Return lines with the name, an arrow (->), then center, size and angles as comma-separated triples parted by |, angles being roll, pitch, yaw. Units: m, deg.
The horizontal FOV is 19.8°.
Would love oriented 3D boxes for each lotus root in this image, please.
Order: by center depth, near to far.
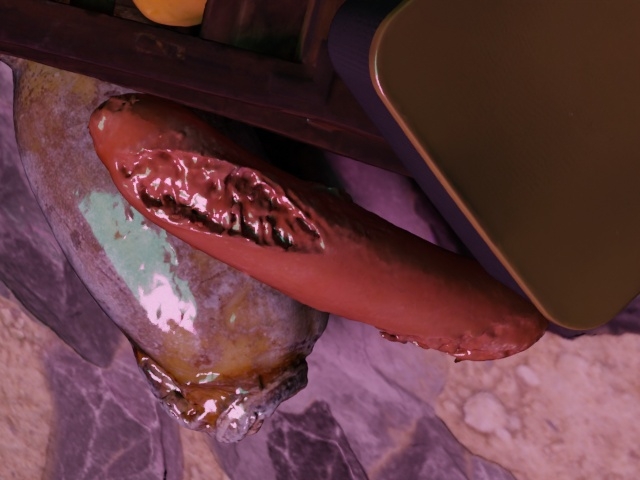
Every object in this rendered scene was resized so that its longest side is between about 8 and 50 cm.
lotus root -> -0.108, -0.037, 1.248 | 0.175, 0.175, 0.349 | -28, 94, 45

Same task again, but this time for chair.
chair -> 0.001, -0.174, 1.019 | 0.203, 0.416, 0.241 | 11, 87, 67

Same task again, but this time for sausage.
sausage -> 0.001, 0.002, 1.147 | 0.326, 0.087, 0.079 | 26, 121, -21

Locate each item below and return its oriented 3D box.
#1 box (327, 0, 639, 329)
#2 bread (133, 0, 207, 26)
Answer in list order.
box -> 0.108, -0.071, 0.924 | 0.201, 0.144, 0.090 | 50, 174, -23
bread -> -0.112, -0.276, 1.143 | 0.142, 0.091, 0.305 | -1, 117, 44
